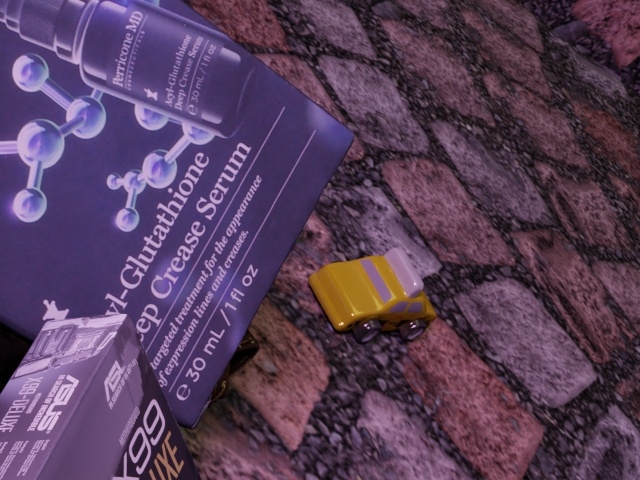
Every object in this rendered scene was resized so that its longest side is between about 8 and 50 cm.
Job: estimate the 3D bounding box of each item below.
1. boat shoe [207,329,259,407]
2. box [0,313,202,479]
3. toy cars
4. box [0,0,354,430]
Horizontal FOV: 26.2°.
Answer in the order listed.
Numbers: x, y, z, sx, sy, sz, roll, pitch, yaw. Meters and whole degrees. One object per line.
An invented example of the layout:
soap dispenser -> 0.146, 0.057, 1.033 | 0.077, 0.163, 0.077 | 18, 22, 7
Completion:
boat shoe -> -0.116, 0.125, 1.348 | 0.073, 0.073, 0.207 | 43, 29, 1
box -> -0.176, 0.239, 0.968 | 0.307, 0.076, 0.242 | -67, 145, -52
toy cars -> 0.000, 0.000, 1.642 | 0.393, 0.087, 0.176 | 35, 30, -18
box -> -0.223, -0.074, 1.138 | 0.395, 0.293, 0.212 | 34, -12, -31
